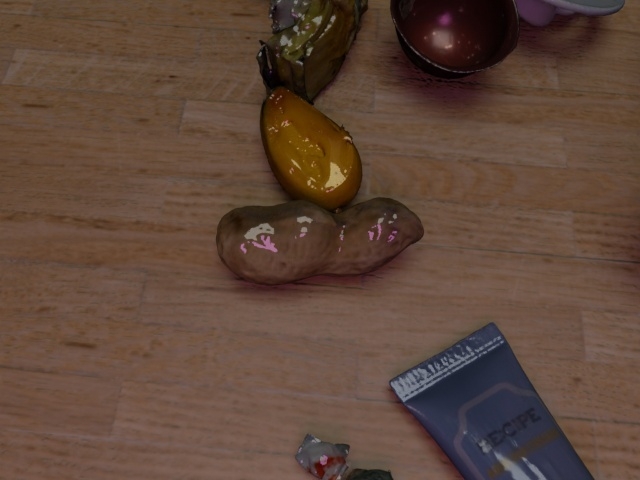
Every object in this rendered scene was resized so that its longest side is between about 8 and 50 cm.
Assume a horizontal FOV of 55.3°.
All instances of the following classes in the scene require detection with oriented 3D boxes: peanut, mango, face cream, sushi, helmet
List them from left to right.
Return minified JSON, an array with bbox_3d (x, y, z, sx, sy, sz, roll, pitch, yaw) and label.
[{"bbox_3d":[-0.015,-0.107,0.738,0.101,0.066,0.187,-34,76,-4],"label":"mango"},{"bbox_3d":[-0.005,-0.320,0.809,0.131,0.139,0.291,18,67,16],"label":"sushi"},{"bbox_3d":[0.000,-0.001,0.672,0.227,0.104,0.086,-3,57,-4],"label":"peanut"},{"bbox_3d":[0.173,-0.270,0.800,0.155,0.106,0.175,-39,74,-7],"label":"helmet"},{"bbox_3d":[0.222,0.261,0.564,0.135,0.086,0.385,-27,63,-13],"label":"face cream"}]

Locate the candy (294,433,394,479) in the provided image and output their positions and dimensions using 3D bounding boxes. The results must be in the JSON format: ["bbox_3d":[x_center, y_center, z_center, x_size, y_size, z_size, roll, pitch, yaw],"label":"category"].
[{"bbox_3d":[0.070,0.302,0.553,0.086,0.059,0.292,-29,68,-10],"label":"candy"}]

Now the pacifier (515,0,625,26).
[{"bbox_3d":[0.304,-0.420,0.815,0.287,0.226,0.238,42,52,16],"label":"pacifier"}]
